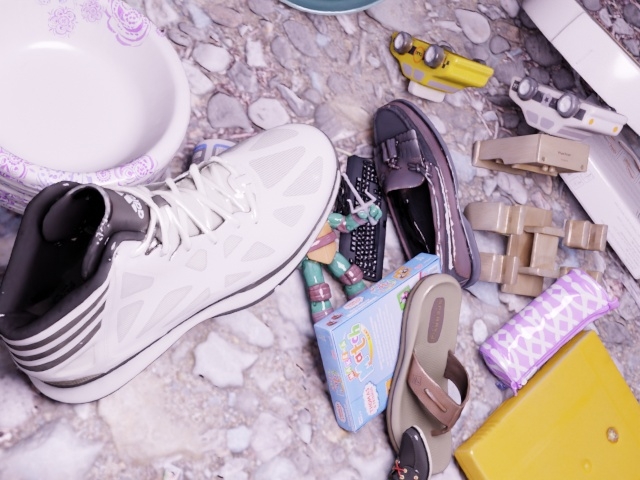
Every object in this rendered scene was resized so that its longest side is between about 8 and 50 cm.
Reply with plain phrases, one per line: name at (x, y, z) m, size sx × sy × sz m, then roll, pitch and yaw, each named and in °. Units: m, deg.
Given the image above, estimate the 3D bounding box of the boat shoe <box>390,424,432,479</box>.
boat shoe at (0.115, 0.301, 1.093) m, size 0.042 × 0.049 × 0.133 m, roll -10°, pitch 113°, yaw -25°

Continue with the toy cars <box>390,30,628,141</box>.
toy cars at (0.272, -0.227, 1.319) m, size 0.394 × 0.087 × 0.176 m, roll 24°, pitch 17°, yaw 15°

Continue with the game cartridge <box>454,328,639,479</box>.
game cartridge at (0.371, 0.331, 1.241) m, size 0.324 × 0.053 × 0.285 m, roll -33°, pitch 93°, yaw -32°

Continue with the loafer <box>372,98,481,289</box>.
loafer at (0.142, -0.064, 1.241) m, size 0.095 × 0.109 × 0.302 m, roll -18°, pitch 85°, yaw -41°

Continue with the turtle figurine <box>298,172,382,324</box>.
turtle figurine at (0.000, 0.000, 1.142) m, size 0.175 × 0.118 × 0.234 m, roll -26°, pitch 98°, yaw -18°

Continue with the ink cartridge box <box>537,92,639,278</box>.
ink cartridge box at (0.514, -0.105, 1.497) m, size 0.296 × 0.066 × 0.261 m, roll 55°, pitch 32°, yaw 1°

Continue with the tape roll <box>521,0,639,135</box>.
tape roll at (0.497, -0.291, 1.441) m, size 0.392 × 0.072 × 0.392 m, roll 38°, pitch 24°, yaw -20°

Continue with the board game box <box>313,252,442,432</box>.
board game box at (0.093, 0.133, 1.139) m, size 0.212 × 0.039 × 0.160 m, roll -31°, pitch 120°, yaw -35°

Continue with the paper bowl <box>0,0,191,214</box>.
paper bowl at (-0.309, -0.155, 1.009) m, size 0.284 × 0.148 × 0.284 m, roll 10°, pitch 63°, yaw -21°

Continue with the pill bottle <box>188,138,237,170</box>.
pill bottle at (-0.141, -0.057, 1.110) m, size 0.078 × 0.078 × 0.137 m, roll 20°, pitch 62°, yaw -21°

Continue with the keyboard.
keyboard at (0.061, -0.040, 1.239) m, size 0.100 × 0.038 × 0.192 m, roll 16°, pitch 63°, yaw -22°

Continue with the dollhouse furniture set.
dollhouse furniture set at (0.320, -0.036, 1.347) m, size 0.212 × 0.161 × 0.242 m, roll 9°, pitch 89°, yaw -25°

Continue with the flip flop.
flip flop at (0.158, 0.182, 1.125) m, size 0.112 × 0.080 × 0.276 m, roll 0°, pitch 100°, yaw -40°

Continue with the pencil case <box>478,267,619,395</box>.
pencil case at (0.327, 0.131, 1.236) m, size 0.206 × 0.088 × 0.086 m, roll -42°, pitch 131°, yaw -4°

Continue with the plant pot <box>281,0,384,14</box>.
plant pot at (0.016, -0.522, 1.288) m, size 0.293 × 0.293 × 0.196 m, roll 18°, pitch 37°, yaw -21°

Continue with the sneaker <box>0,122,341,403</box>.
sneaker at (-0.144, -0.011, 0.909) m, size 0.447 × 0.257 × 0.169 m, roll -41°, pitch 75°, yaw -17°
